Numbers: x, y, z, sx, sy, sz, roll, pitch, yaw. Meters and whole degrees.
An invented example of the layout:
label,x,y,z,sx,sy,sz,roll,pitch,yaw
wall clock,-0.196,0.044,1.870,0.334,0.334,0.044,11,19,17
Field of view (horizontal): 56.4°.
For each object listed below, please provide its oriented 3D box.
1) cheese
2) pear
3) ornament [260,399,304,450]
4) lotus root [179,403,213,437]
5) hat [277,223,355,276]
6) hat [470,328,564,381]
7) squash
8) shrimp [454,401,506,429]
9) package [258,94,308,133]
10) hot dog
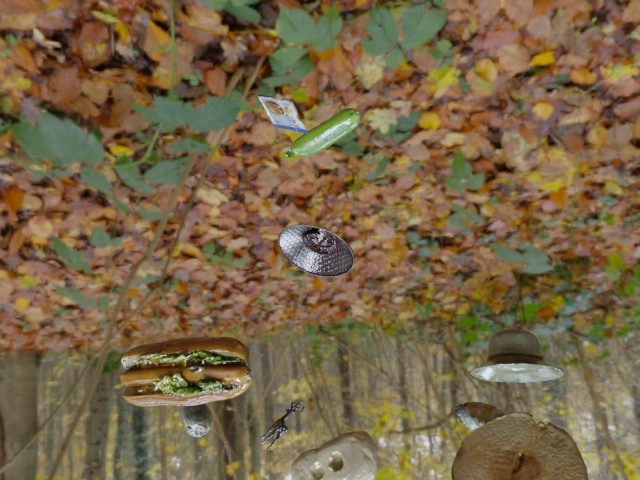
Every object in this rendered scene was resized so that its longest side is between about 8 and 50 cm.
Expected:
label,x,y,z,sx,sy,sz,roll,pitch,yaw
cheese,0.056,0.666,1.740,0.251,0.174,0.248,9,133,-22
pear,0.529,0.670,1.594,0.340,0.191,0.386,15,-138,42
ornament,-0.081,0.404,1.323,0.125,0.028,0.073,-44,-174,-11
lotus root,-0.350,0.479,1.655,0.088,0.088,0.165,2,-153,-37
hat,0.000,0.000,1.437,0.193,0.082,0.193,14,142,11
hat,0.564,0.325,1.729,0.257,0.130,0.257,4,157,2
squash,0.007,-0.419,2.399,0.378,0.101,0.101,-24,162,31
shrimp,0.539,0.608,1.827,0.068,0.287,0.185,-16,154,-32
package,-0.139,-0.475,2.255,0.171,0.027,0.173,16,151,34
hot dog,-0.275,0.263,1.198,0.337,0.135,0.100,-10,165,28
